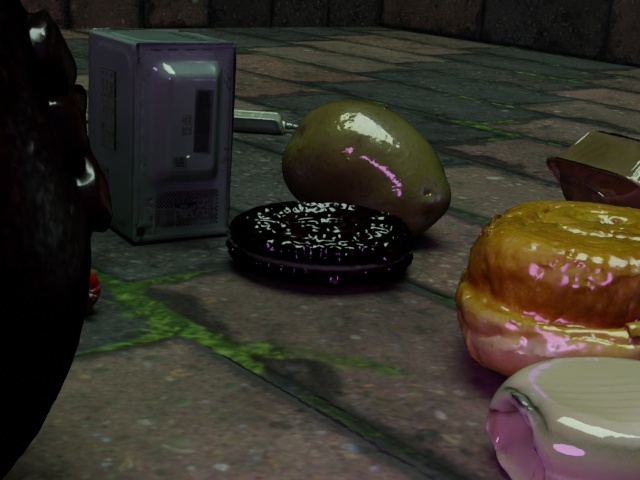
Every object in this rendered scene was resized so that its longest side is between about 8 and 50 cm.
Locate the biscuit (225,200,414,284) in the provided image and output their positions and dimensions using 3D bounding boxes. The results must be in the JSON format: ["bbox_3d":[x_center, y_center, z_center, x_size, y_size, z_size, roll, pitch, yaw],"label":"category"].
[{"bbox_3d":[0.000,0.000,1.063,0.195,0.053,0.194,3,16,-1],"label":"biscuit"}]

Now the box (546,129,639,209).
[{"bbox_3d":[0.360,-0.069,1.306,0.111,0.111,0.177,-6,18,-29],"label":"box"}]

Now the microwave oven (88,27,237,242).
[{"bbox_3d":[-0.171,-0.118,1.153,0.122,0.208,0.162,-7,19,-32],"label":"microwave oven"}]

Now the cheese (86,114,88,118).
[{"bbox_3d":[-0.351,-0.207,1.765,0.111,0.017,0.047,-6,16,-30],"label":"cheese"}]

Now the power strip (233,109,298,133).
[{"bbox_3d":[-0.157,-0.199,1.760,0.253,0.027,0.060,3,16,0],"label":"power strip"}]

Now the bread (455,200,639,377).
[{"bbox_3d":[0.210,0.042,0.846,0.198,0.120,0.236,6,16,16],"label":"bread"}]

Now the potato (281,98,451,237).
[{"bbox_3d":[0.055,-0.073,1.191,0.157,0.157,0.194,-10,37,-40],"label":"potato"}]

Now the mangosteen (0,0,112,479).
[{"bbox_3d":[-0.324,-0.006,0.506,0.435,0.382,0.382,-16,20,-8],"label":"mangosteen"}]

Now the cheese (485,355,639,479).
[{"bbox_3d":[0.225,0.120,0.683,0.227,0.064,0.137,-2,20,-13],"label":"cheese"}]

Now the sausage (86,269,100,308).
[{"bbox_3d":[-0.230,0.030,0.934,0.145,0.048,0.050,22,-14,47],"label":"sausage"}]
